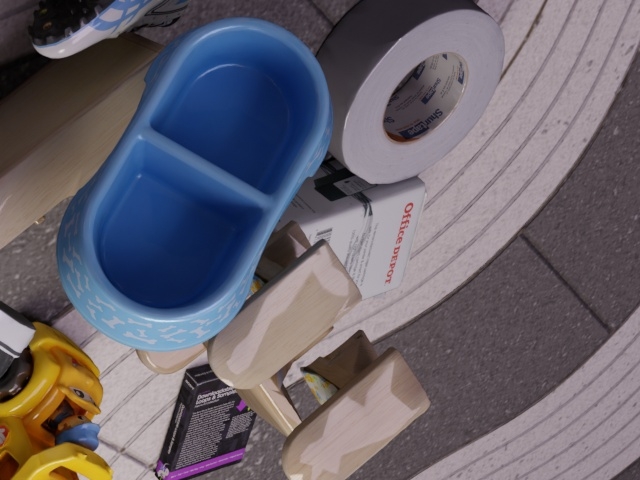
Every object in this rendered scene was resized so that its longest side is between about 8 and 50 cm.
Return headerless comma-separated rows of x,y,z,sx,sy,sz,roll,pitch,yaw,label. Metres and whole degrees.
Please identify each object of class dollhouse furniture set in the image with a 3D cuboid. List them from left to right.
-0.163,0.043,1.809,0.256,0.362,0.394,-39,118,-12,dollhouse furniture set

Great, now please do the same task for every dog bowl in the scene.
-0.097,-0.054,1.629,0.297,0.166,0.074,-61,-176,-14,dog bowl

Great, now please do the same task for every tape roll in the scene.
0.089,-0.167,2.098,0.219,0.072,0.219,-29,143,-25,tape roll

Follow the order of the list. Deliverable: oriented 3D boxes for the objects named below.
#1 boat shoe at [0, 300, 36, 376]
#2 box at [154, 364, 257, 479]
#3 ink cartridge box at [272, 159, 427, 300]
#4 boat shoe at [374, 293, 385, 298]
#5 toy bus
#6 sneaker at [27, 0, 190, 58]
-0.384,0.044,1.707,0.306,0.113,0.105,38,85,-44,boat shoe
-0.122,0.205,2.303,0.116,0.029,0.162,-14,137,-40,box
0.000,0.000,2.164,0.208,0.087,0.153,-17,137,-35,ink cartridge box
0.068,0.024,2.320,0.035,0.035,0.100,-58,153,-35,boat shoe
-0.283,0.224,1.983,0.220,0.211,0.149,-47,145,0,toy bus
-0.160,-0.207,1.710,0.237,0.085,0.086,-44,128,-46,sneaker
